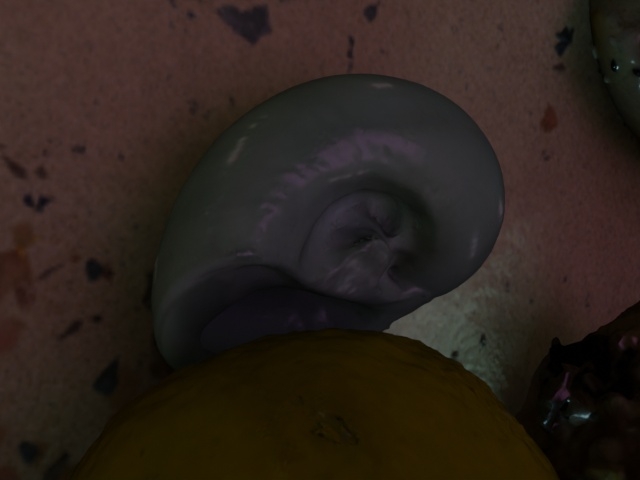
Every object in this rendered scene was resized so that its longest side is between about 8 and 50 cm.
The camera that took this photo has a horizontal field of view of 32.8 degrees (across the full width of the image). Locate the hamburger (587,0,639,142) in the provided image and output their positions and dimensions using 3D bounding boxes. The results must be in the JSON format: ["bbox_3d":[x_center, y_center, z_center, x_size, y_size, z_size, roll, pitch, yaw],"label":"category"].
[{"bbox_3d":[0.372,-0.161,0.832,0.318,0.195,0.277,-45,121,-22],"label":"hamburger"}]

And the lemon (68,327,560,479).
[{"bbox_3d":[-0.001,0.175,0.523,0.322,0.268,0.268,-1,95,-66],"label":"lemon"}]

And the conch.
[{"bbox_3d":[-0.001,-0.002,0.610,0.221,0.121,0.185,-14,117,-28],"label":"conch"}]

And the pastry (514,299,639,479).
[{"bbox_3d":[0.284,0.236,0.718,0.405,0.292,0.338,22,93,-6],"label":"pastry"}]
